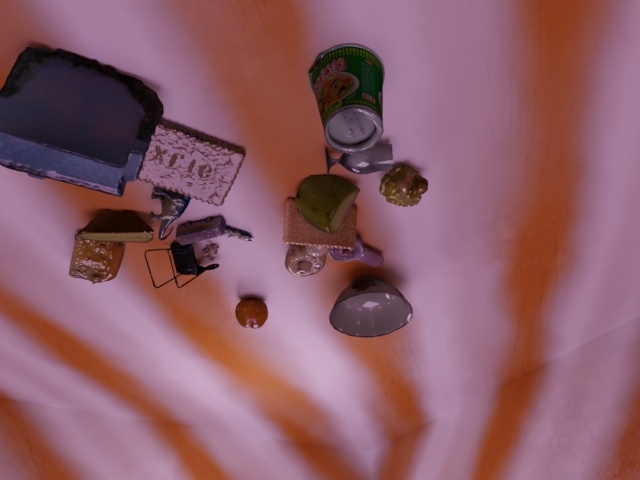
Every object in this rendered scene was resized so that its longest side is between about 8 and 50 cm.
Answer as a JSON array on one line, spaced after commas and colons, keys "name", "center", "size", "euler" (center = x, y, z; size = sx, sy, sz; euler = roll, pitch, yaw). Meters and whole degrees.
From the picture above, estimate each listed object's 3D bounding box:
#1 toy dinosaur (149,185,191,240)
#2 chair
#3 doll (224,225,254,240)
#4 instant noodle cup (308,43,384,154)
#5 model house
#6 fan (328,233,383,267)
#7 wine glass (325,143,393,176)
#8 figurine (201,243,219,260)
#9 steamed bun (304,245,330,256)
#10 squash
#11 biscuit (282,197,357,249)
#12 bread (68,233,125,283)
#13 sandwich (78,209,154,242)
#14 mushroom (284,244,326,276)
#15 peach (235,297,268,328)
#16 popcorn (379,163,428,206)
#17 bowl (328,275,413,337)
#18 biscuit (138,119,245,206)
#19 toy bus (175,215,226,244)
[{"name": "toy dinosaur", "center": [-0.482, -0.115, 1.748], "size": [0.147, 0.076, 0.363], "euler": [14, 134, -38]}, {"name": "chair", "center": [-0.492, 0.075, 1.944], "size": [0.140, 0.221, 0.145], "euler": [-3, 103, 37]}, {"name": "doll", "center": [-0.297, -0.022, 1.914], "size": [0.125, 0.027, 0.037], "euler": [19, 129, -25]}, {"name": "instant noodle cup", "center": [0.072, -0.348, 1.365], "size": [0.207, 0.232, 0.207], "euler": [-1, 141, -1]}, {"name": "model house", "center": [-0.636, -0.253, 1.422], "size": [0.361, 0.297, 0.339], "euler": [14, 146, -20]}, {"name": "fan", "center": [0.136, 0.042, 1.987], "size": [0.244, 0.074, 0.130], "euler": [23, 134, -31]}, {"name": "wine glass", "center": [0.118, -0.244, 1.613], "size": [0.203, 0.092, 0.092], "euler": [-4, 141, 1]}, {"name": "figurine", "center": [-0.407, 0.040, 1.979], "size": [0.051, 0.047, 0.083], "euler": [27, 142, -12]}, {"name": "steamed bun", "center": [0.000, 0.000, 1.879], "size": [0.091, 0.112, 0.129], "euler": [23, 115, 2]}, {"name": "squash", "center": [0.012, -0.115, 1.716], "size": [0.184, 0.085, 0.191], "euler": [23, 109, -11]}, {"name": "biscuit", "center": [0.000, -0.055, 1.809], "size": [0.250, 0.160, 0.030], "euler": [4, 175, -10]}, {"name": "bread", "center": [-0.818, 0.090, 1.936], "size": [0.175, 0.132, 0.251], "euler": [17, 138, -21]}, {"name": "sandwich", "center": [-0.685, -0.045, 1.818], "size": [0.245, 0.088, 0.090], "euler": [0, 150, -10]}, {"name": "mushroom", "center": [-0.055, 0.077, 1.981], "size": [0.154, 0.122, 0.154], "euler": [0, 137, 0]}, {"name": "peach", "center": [-0.288, 0.307, 2.248], "size": [0.138, 0.138, 0.138], "euler": [-2, 141, -1]}, {"name": "popcorn", "center": [0.261, -0.168, 1.695], "size": [0.145, 0.125, 0.126], "euler": [24, 144, -17]}, {"name": "bowl", "center": [0.197, 0.246, 2.180], "size": [0.338, 0.157, 0.337], "euler": [-2, 140, -2]}, {"name": "biscuit", "center": [-0.406, -0.235, 1.597], "size": [0.325, 0.044, 0.217], "euler": [17, 121, -23]}, {"name": "toy bus", "center": [-0.414, -0.034, 1.857], "size": [0.172, 0.072, 0.057], "euler": [-12, 136, 10]}]
